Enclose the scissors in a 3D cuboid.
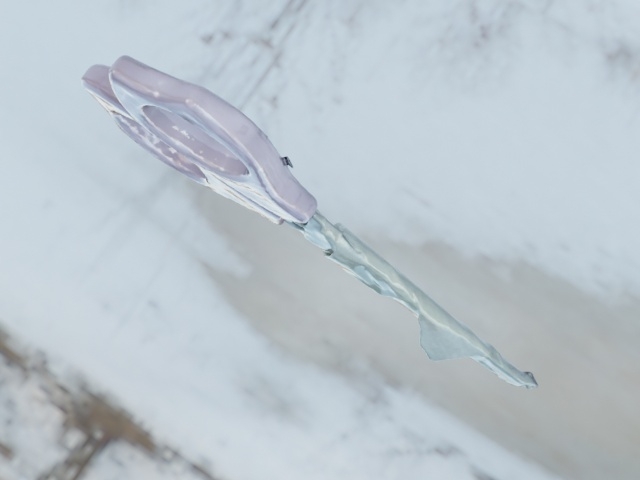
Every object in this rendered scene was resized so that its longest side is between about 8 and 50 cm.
[{"bbox_3d":[0.000,-0.001,0.696,0.212,0.021,0.110,39,169,-16],"label":"scissors"}]
